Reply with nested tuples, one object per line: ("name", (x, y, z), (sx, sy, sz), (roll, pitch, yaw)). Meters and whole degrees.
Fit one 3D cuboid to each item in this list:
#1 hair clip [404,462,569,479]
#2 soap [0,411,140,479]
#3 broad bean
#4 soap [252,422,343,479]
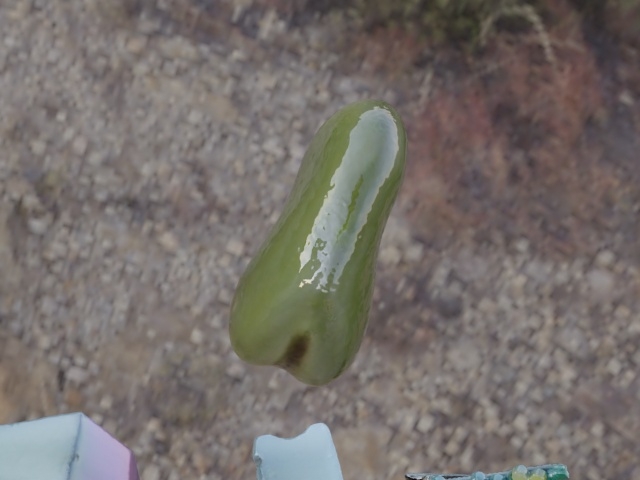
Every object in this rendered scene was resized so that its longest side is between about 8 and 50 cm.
("hair clip", (0.155, 0.242, 1.693), (0.173, 0.049, 0.049), (-8, 41, 22))
("soap", (-0.241, 0.242, 1.191), (0.193, 0.324, 0.109), (42, 37, -28))
("broad bean", (0.000, 0.000, 1.531), (0.121, 0.263, 0.189), (14, 8, -7))
("soap", (-0.003, 0.254, 1.373), (0.066, 0.198, 0.119), (-11, 41, -2))
